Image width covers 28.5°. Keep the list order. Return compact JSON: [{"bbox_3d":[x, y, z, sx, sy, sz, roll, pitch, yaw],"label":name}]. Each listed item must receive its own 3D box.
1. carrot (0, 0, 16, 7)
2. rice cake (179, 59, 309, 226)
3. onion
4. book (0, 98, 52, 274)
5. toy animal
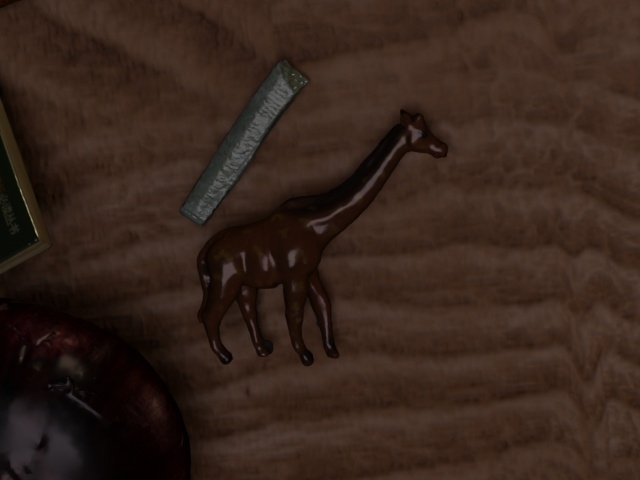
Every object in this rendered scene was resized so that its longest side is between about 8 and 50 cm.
[{"bbox_3d":[-0.272,-0.224,1.080,0.191,0.047,0.047,-20,105,10],"label":"carrot"},{"bbox_3d":[-0.069,-0.084,1.112,0.033,0.029,0.171,36,107,1],"label":"rice cake"},{"bbox_3d":[-0.271,0.203,1.120,0.314,0.232,0.314,3,109,7],"label":"onion"},{"bbox_3d":[-0.379,-0.026,1.118,0.264,0.027,0.202,-27,72,14],"label":"book"},{"bbox_3d":[0.000,0.000,1.113,0.224,0.066,0.230,1,103,6],"label":"toy animal"}]
